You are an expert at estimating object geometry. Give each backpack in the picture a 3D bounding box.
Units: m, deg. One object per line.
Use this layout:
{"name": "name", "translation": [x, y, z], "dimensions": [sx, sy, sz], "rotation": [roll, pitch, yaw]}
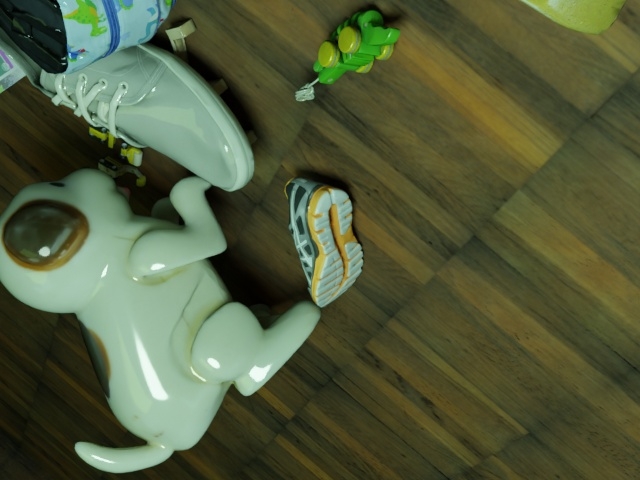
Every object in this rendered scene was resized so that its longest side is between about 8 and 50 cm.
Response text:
{"name": "backpack", "translation": [-0.310, -0.361, 1.091], "dimensions": [0.355, 0.273, 0.290], "rotation": [68, 153, 10]}

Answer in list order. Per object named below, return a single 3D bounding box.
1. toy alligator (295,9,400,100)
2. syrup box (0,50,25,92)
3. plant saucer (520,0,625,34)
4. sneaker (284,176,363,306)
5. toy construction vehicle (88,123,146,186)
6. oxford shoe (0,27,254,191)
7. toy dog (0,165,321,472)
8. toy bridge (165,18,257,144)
{"name": "toy alligator", "translation": [0.023, -0.210, 1.098], "dimensions": [0.190, 0.056, 0.051], "rotation": [-23, 68, 54]}
{"name": "syrup box", "translation": [-0.559, -0.264, 1.558], "dimensions": [0.237, 0.096, 0.093], "rotation": [-5, 124, 48]}
{"name": "plant saucer", "translation": [0.141, -0.350, 0.806], "dimensions": [0.333, 0.081, 0.333], "rotation": [35, 145, 12]}
{"name": "sneaker", "translation": [0.000, 0.000, 1.327], "dimensions": [0.083, 0.084, 0.215], "rotation": [35, 144, 35]}
{"name": "toy construction vehicle", "translation": [-0.306, -0.133, 1.515], "dimensions": [0.098, 0.035, 0.086], "rotation": [26, 131, 17]}
{"name": "oxford shoe", "translation": [-0.274, -0.200, 1.298], "dimensions": [0.449, 0.130, 0.169], "rotation": [39, 145, 12]}
{"name": "toy dog", "translation": [-0.278, 0.078, 1.407], "dimensions": [0.408, 0.395, 0.284], "rotation": [45, 169, -13]}
{"name": "toy bridge", "translation": [-0.149, -0.196, 1.295], "dimensions": [0.063, 0.026, 0.188], "rotation": [2, 129, 46]}
